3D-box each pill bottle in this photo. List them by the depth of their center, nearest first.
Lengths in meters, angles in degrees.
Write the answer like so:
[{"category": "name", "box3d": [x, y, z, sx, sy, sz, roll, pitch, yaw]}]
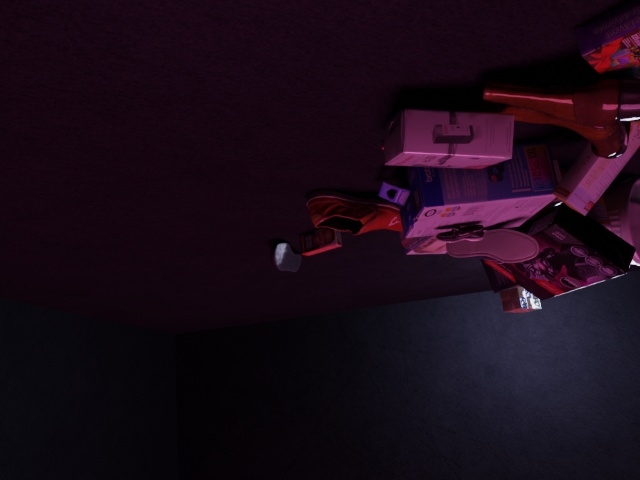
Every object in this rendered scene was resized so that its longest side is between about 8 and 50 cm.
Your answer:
[{"category": "pill bottle", "box3d": [0.779, -0.076, 1.532, 0.118, 0.214, 0.117, -6, 164, -2]}]

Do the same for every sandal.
[{"category": "sandal", "box3d": [-0.137, 0.066, 1.888, 0.055, 0.097, 0.254, 17, 169, 18]}]

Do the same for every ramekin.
[{"category": "ramekin", "box3d": [0.948, -0.053, 1.618, 0.273, 0.272, 0.127, 6, 172, -37]}]

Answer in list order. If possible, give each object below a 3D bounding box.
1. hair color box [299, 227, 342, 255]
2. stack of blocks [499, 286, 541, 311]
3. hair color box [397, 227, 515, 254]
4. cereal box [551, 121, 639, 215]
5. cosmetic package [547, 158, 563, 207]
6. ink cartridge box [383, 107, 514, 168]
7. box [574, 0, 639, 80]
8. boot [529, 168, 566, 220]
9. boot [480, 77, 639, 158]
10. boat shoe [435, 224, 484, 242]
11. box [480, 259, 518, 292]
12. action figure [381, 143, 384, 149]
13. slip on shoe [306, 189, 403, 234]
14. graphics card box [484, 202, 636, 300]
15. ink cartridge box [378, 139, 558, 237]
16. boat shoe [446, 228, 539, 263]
[{"category": "hair color box", "box3d": [0.000, 0.000, 1.739, 0.141, 0.071, 0.043, -18, 160, 30]}, {"category": "stack of blocks", "box3d": [0.800, 0.139, 2.110, 0.171, 0.296, 0.087, 6, 159, -32]}, {"category": "hair color box", "box3d": [0.429, -0.036, 1.639, 0.348, 0.105, 0.174, 0, 152, -35]}, {"category": "cereal box", "box3d": [0.643, -0.179, 1.191, 0.173, 0.047, 0.240, 14, 114, -49]}, {"category": "cosmetic package", "box3d": [0.619, -0.152, 1.390, 0.041, 0.115, 0.060, -10, 162, 8]}, {"category": "ink cartridge box", "box3d": [0.249, -0.200, 1.042, 0.218, 0.092, 0.158, 3, 179, -6]}, {"category": "box", "box3d": [0.593, -0.332, 0.886, 0.294, 0.057, 0.201, 10, 157, -43]}, {"category": "boot", "box3d": [0.606, -0.146, 1.498, 0.245, 0.088, 0.176, 13, 132, 6]}, {"category": "boot", "box3d": [0.457, -0.233, 1.025, 0.281, 0.096, 0.264, 5, 176, 19]}, {"category": "boat shoe", "box3d": [0.365, -0.020, 1.361, 0.125, 0.038, 0.046, -2, -154, 3]}, {"category": "box", "box3d": [0.816, 0.037, 1.877, 0.344, 0.178, 0.312, -14, 166, -21]}, {"category": "action figure", "box3d": [0.194, -0.217, 1.172, 0.115, 0.030, 0.038, -5, 168, 1]}, {"category": "slip on shoe", "box3d": [0.117, -0.060, 1.473, 0.332, 0.101, 0.123, 9, 154, -23]}, {"category": "graphics card box", "box3d": [0.672, 0.045, 1.508, 0.233, 0.094, 0.371, 35, 157, -1]}, {"category": "ink cartridge box", "box3d": [0.356, -0.119, 1.340, 0.396, 0.151, 0.270, -8, 164, -3]}, {"category": "boat shoe", "box3d": [0.477, 0.018, 1.433, 0.255, 0.095, 0.079, -6, 177, 39]}]
